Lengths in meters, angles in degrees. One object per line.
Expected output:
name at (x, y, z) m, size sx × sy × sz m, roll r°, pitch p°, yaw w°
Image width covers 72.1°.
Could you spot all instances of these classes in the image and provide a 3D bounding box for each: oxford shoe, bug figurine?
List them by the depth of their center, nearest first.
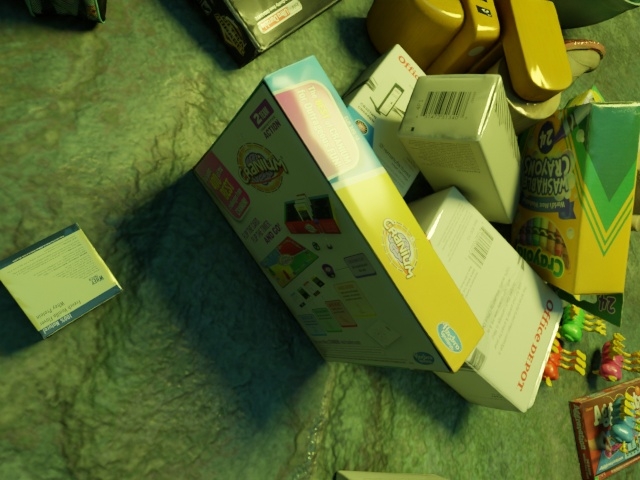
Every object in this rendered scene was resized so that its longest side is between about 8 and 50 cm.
bug figurine at (0.506, 0.237, 0.823) m, size 0.279 × 0.072 × 0.216 m, roll 40°, pitch 56°, yaw -6°
oxford shoe at (0.482, -0.356, 0.933) m, size 0.349 × 0.123 × 0.130 m, roll -14°, pitch 113°, yaw -32°

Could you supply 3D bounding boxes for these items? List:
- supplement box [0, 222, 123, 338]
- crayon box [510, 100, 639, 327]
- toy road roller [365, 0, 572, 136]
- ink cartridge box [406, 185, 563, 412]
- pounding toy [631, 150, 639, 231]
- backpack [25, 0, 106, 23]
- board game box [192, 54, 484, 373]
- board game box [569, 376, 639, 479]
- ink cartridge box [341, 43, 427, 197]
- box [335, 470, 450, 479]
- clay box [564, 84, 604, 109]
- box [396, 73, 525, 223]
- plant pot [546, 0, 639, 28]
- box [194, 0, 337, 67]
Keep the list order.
supplement box at (-0.265, 0.042, 0.449) m, size 0.083 × 0.056 × 0.083 m, roll -36°, pitch 98°, yaw -30°
crayon box at (0.396, -0.044, 0.712) m, size 0.083 × 0.203 × 0.322 m, roll -1°, pitch 99°, yaw -2°
toy road roller at (0.217, -0.318, 0.716) m, size 0.241 × 0.202 × 0.329 m, roll -8°, pitch 80°, yaw -17°
ink cartridge box at (0.214, 0.093, 0.670) m, size 0.283 × 0.117 × 0.207 m, roll 42°, pitch 63°, yaw -15°
pounding toy at (0.680, -0.101, 0.983) m, size 0.206 × 0.094 × 0.181 m, roll -49°, pitch 129°, yaw -27°
backpack at (-0.284, -0.340, 0.438) m, size 0.145 × 0.188 × 0.165 m, roll -2°, pitch 82°, yaw -30°
board game box at (0.000, 0.000, 0.499) m, size 0.064 × 0.242 × 0.316 m, roll -38°, pitch 100°, yaw -31°
board game box at (0.610, 0.370, 0.889) m, size 0.282 × 0.027 × 0.144 m, roll -2°, pitch 80°, yaw -29°
ink cartridge box at (0.099, -0.175, 0.678) m, size 0.148 × 0.086 × 0.203 m, roll 41°, pitch 64°, yaw -16°
box at (0.110, 0.402, 0.550) m, size 0.182 × 0.119 × 0.180 m, roll 17°, pitch 72°, yaw -26°
clay box at (0.589, -0.238, 0.983) m, size 0.127 × 0.053 × 0.222 m, roll 49°, pitch 61°, yaw -13°
box at (0.218, -0.120, 0.642) m, size 0.275 × 0.113 × 0.094 m, roll 33°, pitch 74°, yaw -56°
plant pot at (0.516, -0.573, 0.925) m, size 0.293 × 0.196 × 0.292 m, roll 6°, pitch 77°, yaw -29°
box at (-0.088, -0.445, 0.612) m, size 0.295 × 0.073 × 0.293 m, roll -46°, pitch 112°, yaw -27°
